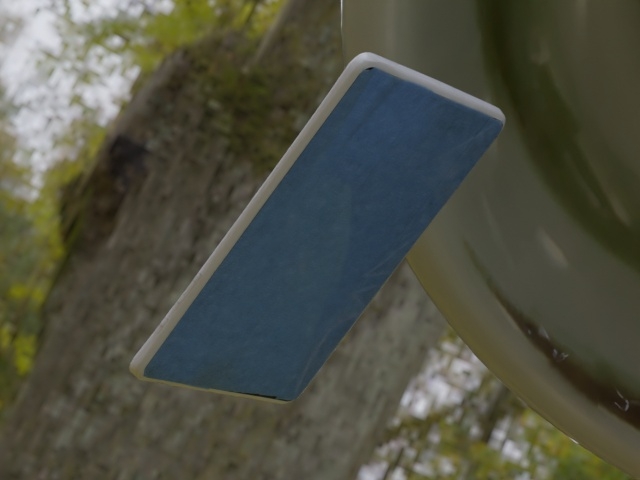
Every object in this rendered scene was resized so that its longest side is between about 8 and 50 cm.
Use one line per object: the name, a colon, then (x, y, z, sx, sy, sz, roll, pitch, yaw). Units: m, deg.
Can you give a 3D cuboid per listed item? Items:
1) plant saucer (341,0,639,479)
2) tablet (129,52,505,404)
plant saucer: (0.209, -0.067, 0.486, 0.400, 0.100, 0.400, 5, -47, 6)
tablet: (0.000, 0.000, 0.377, 0.054, 0.083, 0.006, 16, 26, -51)
